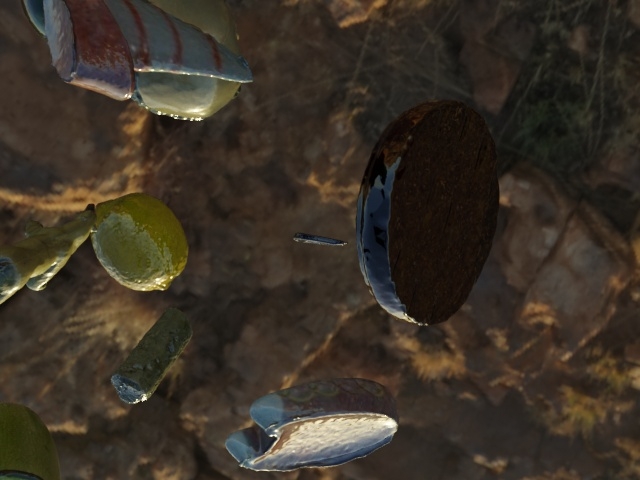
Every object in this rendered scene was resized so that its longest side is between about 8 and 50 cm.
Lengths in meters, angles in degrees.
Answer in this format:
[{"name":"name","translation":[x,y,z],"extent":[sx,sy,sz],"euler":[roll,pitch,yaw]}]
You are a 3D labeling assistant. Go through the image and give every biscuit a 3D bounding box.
[{"name":"biscuit","translation":[0.193,-0.050,1.860],"extent":[0.091,0.407,0.407],"euler":[11,139,35]}]

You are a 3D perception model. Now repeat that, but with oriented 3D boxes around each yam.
[{"name":"yam","translation":[-0.290,0.201,1.810],"extent":[0.078,0.179,0.078],"euler":[18,137,18]}]

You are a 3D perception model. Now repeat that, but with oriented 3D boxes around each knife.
[{"name":"knife","translation":[0.000,0.000,2.265],"extent":[0.121,0.018,0.031],"euler":[11,165,9]}]

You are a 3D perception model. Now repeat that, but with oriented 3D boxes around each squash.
[{"name":"squash","translation":[-0.390,0.281,1.297],"extent":[0.132,0.132,0.247],"euler":[52,180,-26]}]

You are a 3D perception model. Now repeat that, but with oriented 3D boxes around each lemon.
[{"name":"lemon","translation":[-0.348,0.003,2.004],"extent":[0.180,0.180,0.193],"euler":[-37,66,50]}]

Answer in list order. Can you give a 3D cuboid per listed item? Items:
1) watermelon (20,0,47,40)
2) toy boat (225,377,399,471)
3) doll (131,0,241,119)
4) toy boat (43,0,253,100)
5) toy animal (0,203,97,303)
[{"name":"watermelon","translation":[-0.438,-0.466,1.939],"extent":[0.242,0.242,0.242],"euler":[18,141,16]},{"name":"toy boat","translation":[-0.005,0.219,1.311],"extent":[0.227,0.085,0.155],"euler":[2,139,-30]},{"name":"doll","translation":[-0.244,-0.359,1.704],"extent":[0.349,0.247,0.247],"euler":[-122,12,-47]},{"name":"toy boat","translation":[-0.222,-0.265,1.387],"extent":[0.282,0.206,0.096],"euler":[0,140,-34]},{"name":"toy animal","translation":[-0.401,0.018,1.460],"extent":[0.101,0.218,0.103],"euler":[-27,93,34]}]
